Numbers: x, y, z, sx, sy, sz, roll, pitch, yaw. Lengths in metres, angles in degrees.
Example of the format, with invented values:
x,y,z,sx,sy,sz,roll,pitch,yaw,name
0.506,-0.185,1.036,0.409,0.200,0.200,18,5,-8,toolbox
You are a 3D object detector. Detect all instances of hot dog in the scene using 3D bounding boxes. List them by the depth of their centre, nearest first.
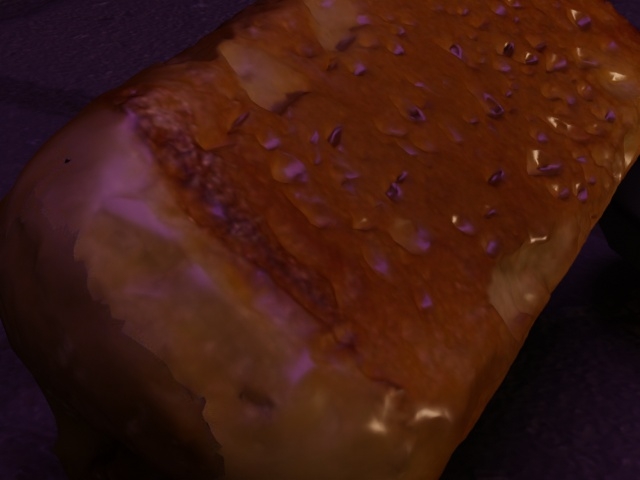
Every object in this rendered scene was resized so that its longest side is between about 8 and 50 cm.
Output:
x,y,z,sx,sy,sz,roll,pitch,yaw,name
0.002,0.001,0.576,0.185,0.223,0.405,42,39,3,hot dog

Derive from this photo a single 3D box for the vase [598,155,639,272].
x,y,z,sx,sy,sz,roll,pitch,yaw,name
0.259,0.017,0.608,0.165,0.165,0.360,-6,30,-8,vase
